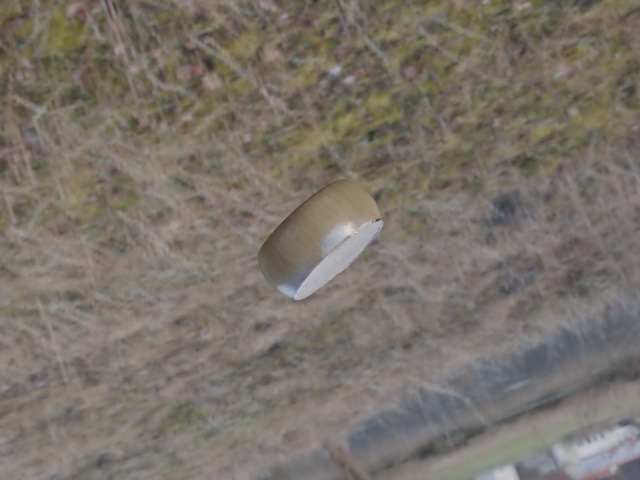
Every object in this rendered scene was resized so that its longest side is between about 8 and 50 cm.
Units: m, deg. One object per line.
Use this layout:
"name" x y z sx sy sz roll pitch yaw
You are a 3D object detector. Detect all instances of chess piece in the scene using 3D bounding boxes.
"chess piece" 0.000 0.000 0.675 0.084 0.038 0.083 -38 169 -9
